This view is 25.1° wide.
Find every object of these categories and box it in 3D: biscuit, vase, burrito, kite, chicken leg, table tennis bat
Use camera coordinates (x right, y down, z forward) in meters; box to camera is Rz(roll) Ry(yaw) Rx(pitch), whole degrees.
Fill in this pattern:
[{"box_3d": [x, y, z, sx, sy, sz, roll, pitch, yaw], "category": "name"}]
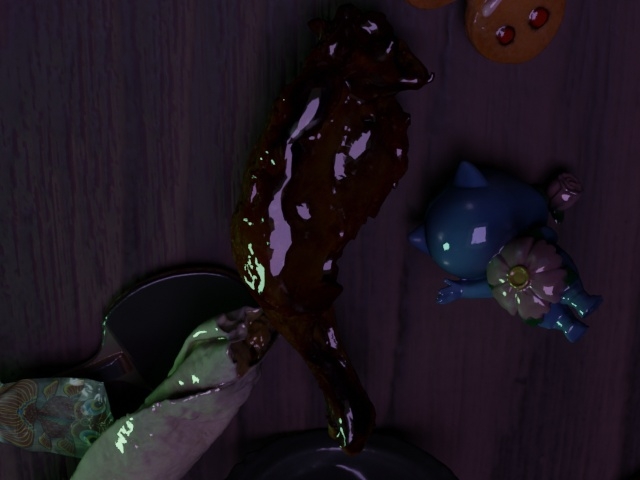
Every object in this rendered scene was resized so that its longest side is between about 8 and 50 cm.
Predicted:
[{"box_3d": [0.133, -0.244, 1.133, 0.165, 0.036, 0.250, -28, 125, -4], "category": "biscuit"}, {"box_3d": [0.012, 0.363, 1.374, 0.245, 0.245, 0.291, -1, 125, -8], "category": "vase"}, {"box_3d": [-0.173, 0.200, 1.309, 0.392, 0.076, 0.117, -48, 151, 23], "category": "burrito"}, {"box_3d": [-0.301, 0.150, 1.306, 0.229, 0.016, 0.127, 10, 133, -12], "category": "kite"}, {"box_3d": [0.000, 0.000, 1.217, 0.158, 0.096, 0.407, -7, 112, -22], "category": "chicken leg"}, {"box_3d": [-0.155, 0.096, 1.305, 0.220, 0.019, 0.130, -25, 123, 6], "category": "table tennis bat"}]

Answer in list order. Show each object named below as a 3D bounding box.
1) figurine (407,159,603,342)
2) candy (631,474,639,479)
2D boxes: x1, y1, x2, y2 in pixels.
[{"box_3d": [0.176, 0.008, 1.249, 0.144, 0.178, 0.114, -25, 151, -40], "category": "figurine"}, {"box_3d": [0.343, 0.277, 1.461, 0.292, 0.059, 0.086, -36, 115, 11], "category": "candy"}]
